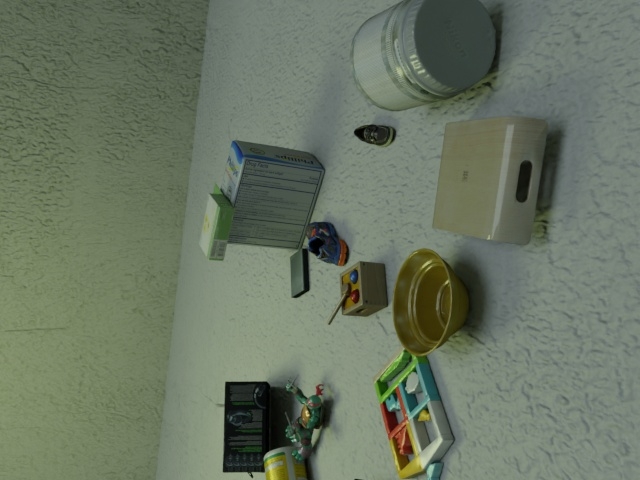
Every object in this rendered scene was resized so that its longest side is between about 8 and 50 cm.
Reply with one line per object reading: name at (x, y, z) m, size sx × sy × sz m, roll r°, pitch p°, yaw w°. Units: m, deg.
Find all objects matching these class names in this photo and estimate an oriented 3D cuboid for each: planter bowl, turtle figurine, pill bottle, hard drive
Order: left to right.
pill bottle at (-0.090, 0.699, 1.963) m, size 0.118 × 0.117 × 0.209 m, roll -56°, pitch 37°, yaw 45°
hard drive at (-0.066, 0.102, 2.171) m, size 0.094 × 0.022 × 0.135 m, roll 143°, pitch 129°, yaw -58°
turtle figurine at (-0.045, 0.487, 1.922) m, size 0.175 × 0.118 × 0.234 m, roll -92°, pitch 9°, yaw -52°
planter bowl at (0.240, 0.128, 1.426) m, size 0.217 × 0.090 × 0.217 m, roll -173°, pitch 90°, yaw -66°

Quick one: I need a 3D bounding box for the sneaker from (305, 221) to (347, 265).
sneaker at (0.000, 0.000, 1.978) m, size 0.221 × 0.087 × 0.083 m, roll 43°, pitch 122°, yaw 60°

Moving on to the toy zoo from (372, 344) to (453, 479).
toy zoo at (0.200, 0.383, 1.520) m, size 0.192 × 0.030 × 0.293 m, roll 122°, pitch 146°, yaw -43°

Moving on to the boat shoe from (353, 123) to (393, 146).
boat shoe at (0.134, -0.270, 1.800) m, size 0.152 × 0.049 × 0.056 m, roll 12°, pitch 94°, yaw 65°

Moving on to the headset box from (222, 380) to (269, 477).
headset box at (-0.225, 0.587, 2.167) m, size 0.246 × 0.131 × 0.283 m, roll 95°, pitch 175°, yaw -74°

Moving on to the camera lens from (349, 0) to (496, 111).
camera lens at (0.205, -0.396, 1.476) m, size 0.274 × 0.219 × 0.220 m, roll -175°, pitch 92°, yaw -65°

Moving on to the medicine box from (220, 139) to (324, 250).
medicine box at (-0.164, -0.134, 2.154) m, size 0.149 × 0.263 × 0.290 m, roll 53°, pitch 131°, yaw 55°

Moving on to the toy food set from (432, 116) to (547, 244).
toy food set at (0.318, -0.117, 1.346) m, size 0.306 × 0.092 × 0.220 m, roll -160°, pitch 76°, yaw -73°

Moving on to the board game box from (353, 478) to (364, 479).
board game box at (0.075, 0.660, 1.634) m, size 0.126 × 0.026 × 0.186 m, roll -84°, pitch 2°, yaw -47°

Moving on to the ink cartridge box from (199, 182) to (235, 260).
ink cartridge box at (-0.327, -0.063, 2.112) m, size 0.235 × 0.056 × 0.171 m, roll 46°, pitch 126°, yaw 56°

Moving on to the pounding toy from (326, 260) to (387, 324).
pounding toy at (0.086, 0.135, 1.742) m, size 0.141 × 0.100 × 0.130 m, roll 143°, pitch 130°, yaw -57°
